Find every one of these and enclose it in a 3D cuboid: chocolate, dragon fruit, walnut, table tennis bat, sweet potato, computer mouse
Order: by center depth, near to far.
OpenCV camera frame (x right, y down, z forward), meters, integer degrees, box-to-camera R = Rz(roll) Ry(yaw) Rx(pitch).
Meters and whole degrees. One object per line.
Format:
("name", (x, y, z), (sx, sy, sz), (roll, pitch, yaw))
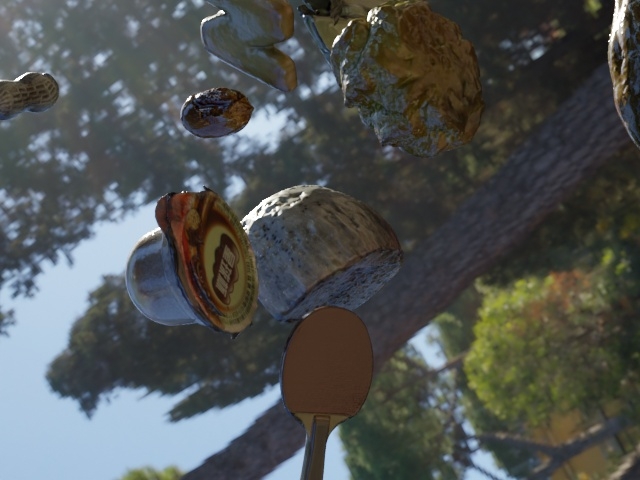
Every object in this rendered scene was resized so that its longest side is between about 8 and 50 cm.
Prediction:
("table tennis bat", (0.004, 0.188, 1.351), (0.130, 0.019, 0.220), (9, -91, -31))
("chocolate", (-0.193, 0.041, 1.514), (0.221, 0.147, 0.221), (-15, -90, -70))
("dragon fruit", (0.000, 0.000, 1.892), (0.221, 0.204, 0.283), (52, -158, 22))
("chocolate", (-0.517, -0.251, 1.930), (0.072, 0.072, 0.167), (58, -148, 1))
("sweet potato", (0.586, -0.300, 1.965), (0.158, 0.158, 0.369), (28, -119, -52))
("computer mouse", (0.118, -0.386, 2.172), (0.429, 0.145, 0.228), (21, -128, -51))
("walnut", (-0.235, -0.293, 2.556), (0.116, 0.207, 0.116), (2, -93, -54))

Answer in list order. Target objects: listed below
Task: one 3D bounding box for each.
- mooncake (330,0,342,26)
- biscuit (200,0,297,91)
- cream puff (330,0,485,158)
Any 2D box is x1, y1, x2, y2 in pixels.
("mooncake", (0.137, -0.346, 1.995), (0.347, 0.057, 0.150), (13, -130, -38))
("biscuit", (-0.168, -0.471, 2.486), (0.291, 0.237, 0.062), (32, -127, 29))
("cream puff", (0.132, -0.240, 1.646), (0.244, 0.196, 0.244), (4, -95, -58))
